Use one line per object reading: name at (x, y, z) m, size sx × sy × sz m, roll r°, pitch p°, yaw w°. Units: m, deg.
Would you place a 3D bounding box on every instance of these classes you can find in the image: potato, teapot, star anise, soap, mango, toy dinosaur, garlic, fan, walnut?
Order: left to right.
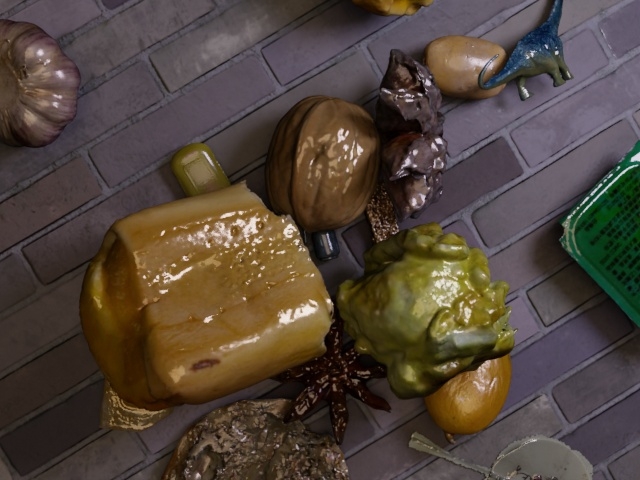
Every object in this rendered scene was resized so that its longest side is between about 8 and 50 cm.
garlic at (-0.559, -0.294, 1.383) m, size 0.244 × 0.160 × 0.245 m, roll 3°, pitch 107°, yaw 11°
soap at (-0.345, 0.252, 1.441) m, size 0.140 × 0.073 × 0.232 m, roll 8°, pitch 91°, yaw -4°
soap at (-0.234, -0.123, 1.453) m, size 0.089 × 0.045 × 0.140 m, roll -30°, pitch 92°, yaw -5°
teapot at (0.004, -0.001, 1.474) m, size 0.049 × 0.063 × 0.083 m, roll -13°, pitch 89°, yaw -34°
walnut at (0.004, -0.142, 1.383) m, size 0.224 × 0.225 × 0.261 m, roll 12°, pitch 88°, yaw -3°
star anise at (0.033, 0.258, 1.449) m, size 0.288 × 0.088 × 0.288 m, roll 1°, pitch 84°, yaw -11°
star anise at (0.172, -0.188, 1.349) m, size 0.117 × 0.331 × 0.332 m, roll 3°, pitch 91°, yaw 19°
potato at (0.286, -0.338, 1.447) m, size 0.178 × 0.109 × 0.119 m, roll 11°, pitch 77°, yaw -3°
mango at (0.289, 0.243, 1.455) m, size 0.176 × 0.119 × 0.317 m, roll 5°, pitch 81°, yaw 7°
fan at (0.372, 0.489, 1.516) m, size 0.414 × 0.012 × 0.233 m, roll 21°, pitch 89°, yaw -4°
toy dinosaur at (0.417, -0.354, 1.430) m, size 0.363 × 0.076 × 0.147 m, roll -44°, pitch 111°, yaw -30°

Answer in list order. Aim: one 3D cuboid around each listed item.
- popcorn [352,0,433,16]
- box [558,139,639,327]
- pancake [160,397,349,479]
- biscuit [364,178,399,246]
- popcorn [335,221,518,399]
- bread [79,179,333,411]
popcorn at (0.158, -0.579, 1.347) m, size 0.381 × 0.349 × 0.349 m, roll 4°, pitch 91°, yaw -29°
box at (0.647, 0.011, 1.476) m, size 0.264 × 0.106 × 0.337 m, roll -44°, pitch 94°, yaw -1°
pancake at (-0.121, 0.494, 1.460) m, size 0.382 × 0.071 × 0.382 m, roll 0°, pitch 88°, yaw -4°
biscuit at (0.129, -0.022, 1.481) m, size 0.064 × 0.034 × 0.199 m, roll -15°, pitch 91°, yaw -3°
popcorn at (0.189, 0.116, 1.337) m, size 0.312 × 0.312 × 0.312 m, roll 0°, pitch 91°, yaw -3°
bread at (-0.221, 0.112, 1.313) m, size 0.394 × 0.250 × 0.361 m, roll -20°, pitch 70°, yaw -26°
